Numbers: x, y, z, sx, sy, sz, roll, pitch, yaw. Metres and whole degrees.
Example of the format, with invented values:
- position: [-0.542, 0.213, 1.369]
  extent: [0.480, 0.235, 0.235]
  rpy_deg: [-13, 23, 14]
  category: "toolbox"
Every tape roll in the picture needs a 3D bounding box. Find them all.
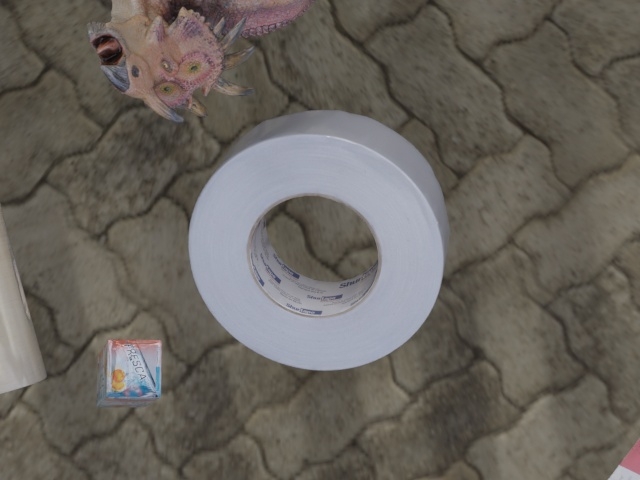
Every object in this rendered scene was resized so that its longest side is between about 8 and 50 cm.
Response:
- position: [0.000, 0.000, 1.186]
  extent: [0.219, 0.072, 0.219]
  rpy_deg: [3, 114, 8]
  category: "tape roll"

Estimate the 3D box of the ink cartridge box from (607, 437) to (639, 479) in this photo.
- position: [0.303, 0.223, 0.994]
  extent: [0.067, 0.198, 0.115]
  rpy_deg: [-20, 147, -34]
  category: "ink cartridge box"

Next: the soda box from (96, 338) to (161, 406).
- position: [-0.210, 0.147, 1.498]
  extent: [0.058, 0.183, 0.063]
  rpy_deg: [2, 80, -12]
  category: "soda box"

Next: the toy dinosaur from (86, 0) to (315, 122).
- position: [-0.075, -0.196, 1.068]
  extent: [0.295, 0.127, 0.200]
  rpy_deg: [-25, 75, -26]
  category: "toy dinosaur"

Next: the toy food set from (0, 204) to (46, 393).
- position: [-0.481, 0.091, 1.555]
  extent: [0.306, 0.092, 0.220]
  rpy_deg: [-15, 92, -23]
  category: "toy food set"
